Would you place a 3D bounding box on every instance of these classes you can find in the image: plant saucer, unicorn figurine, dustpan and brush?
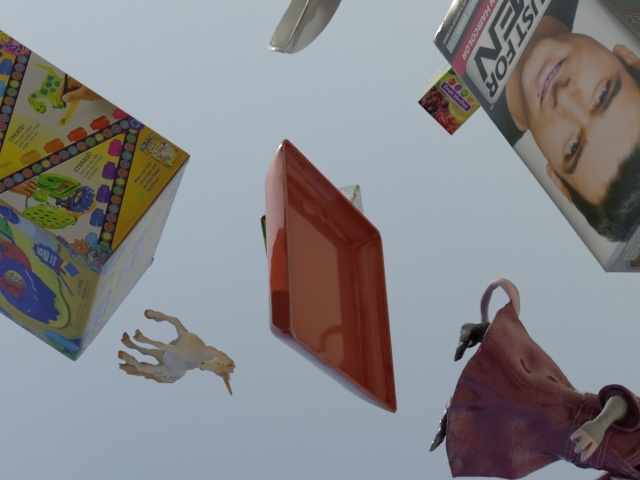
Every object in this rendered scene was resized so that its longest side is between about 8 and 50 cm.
[{"bbox_3d":[0.006,0.050,1.462,0.258,0.048,0.259,42,-143,-50],"label":"plant saucer"},{"bbox_3d":[-0.158,0.126,1.364,0.111,0.162,0.060,30,-111,-15],"label":"unicorn figurine"},{"bbox_3d":[-0.006,-0.225,1.056,0.060,0.147,0.211,26,-173,8],"label":"dustpan and brush"}]

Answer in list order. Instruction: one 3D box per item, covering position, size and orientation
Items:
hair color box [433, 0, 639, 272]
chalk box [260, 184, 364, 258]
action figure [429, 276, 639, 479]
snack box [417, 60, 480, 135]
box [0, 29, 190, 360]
[{"bbox_3d":[0.269,-0.161,1.225,0.113,0.185,0.374,1,-138,-31],"label":"hair color box"},{"bbox_3d":[0.000,0.000,1.794,0.213,0.132,0.132,-60,-39,-77],"label":"chalk box"},{"bbox_3d":[0.344,0.249,1.627,0.370,0.248,0.276,15,-139,14],"label":"action figure"},{"bbox_3d":[0.225,-0.247,1.629,0.070,0.207,0.174,44,-163,-5],"label":"snack box"},{"bbox_3d":[-0.334,-0.048,1.437,0.279,0.290,0.177,33,-120,2],"label":"box"}]
